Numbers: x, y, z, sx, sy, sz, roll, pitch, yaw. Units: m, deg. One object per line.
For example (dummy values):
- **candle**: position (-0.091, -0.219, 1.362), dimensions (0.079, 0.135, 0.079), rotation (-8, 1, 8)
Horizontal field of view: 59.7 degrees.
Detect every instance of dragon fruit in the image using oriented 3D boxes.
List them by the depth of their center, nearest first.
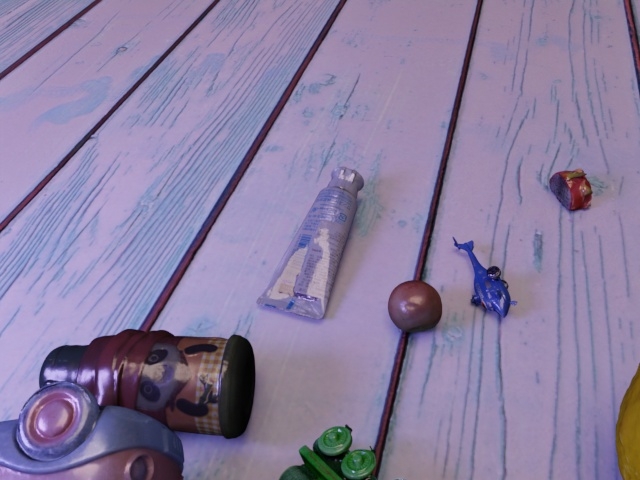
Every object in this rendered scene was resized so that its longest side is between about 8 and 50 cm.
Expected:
- **dragon fruit**: position (0.457, -0.100, 1.006), dimensions (0.056, 0.060, 0.083), rotation (-11, 44, 0)

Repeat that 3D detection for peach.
- **peach**: position (0.140, 0.097, 0.830), dimensions (0.083, 0.083, 0.083), rotation (-3, 46, 3)

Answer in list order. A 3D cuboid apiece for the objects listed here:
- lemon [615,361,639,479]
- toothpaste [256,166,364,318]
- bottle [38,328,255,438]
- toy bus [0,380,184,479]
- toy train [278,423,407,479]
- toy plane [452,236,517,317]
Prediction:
- **lemon**: position (0.466, 0.226, 0.527), dimensions (0.337, 0.335, 0.335), rotation (-3, 46, 3)
- **toothpaste**: position (0.000, 0.000, 0.954), dimensions (0.114, 0.073, 0.299), rotation (13, 56, 17)
- **bottle**: position (-0.229, 0.193, 0.733), dimensions (0.272, 0.143, 0.156), rotation (2, 21, 4)
- **toy bus**: position (-0.278, 0.285, 0.527), dimensions (0.295, 0.197, 0.231), rotation (-10, 57, -3)
- **toy train**: position (0.041, 0.294, 0.596), dimensions (0.119, 0.084, 0.251), rotation (-31, 21, -24)
- **toy plane**: position (0.254, 0.056, 0.885), dimensions (0.062, 0.054, 0.167), rotation (-28, 45, 14)
